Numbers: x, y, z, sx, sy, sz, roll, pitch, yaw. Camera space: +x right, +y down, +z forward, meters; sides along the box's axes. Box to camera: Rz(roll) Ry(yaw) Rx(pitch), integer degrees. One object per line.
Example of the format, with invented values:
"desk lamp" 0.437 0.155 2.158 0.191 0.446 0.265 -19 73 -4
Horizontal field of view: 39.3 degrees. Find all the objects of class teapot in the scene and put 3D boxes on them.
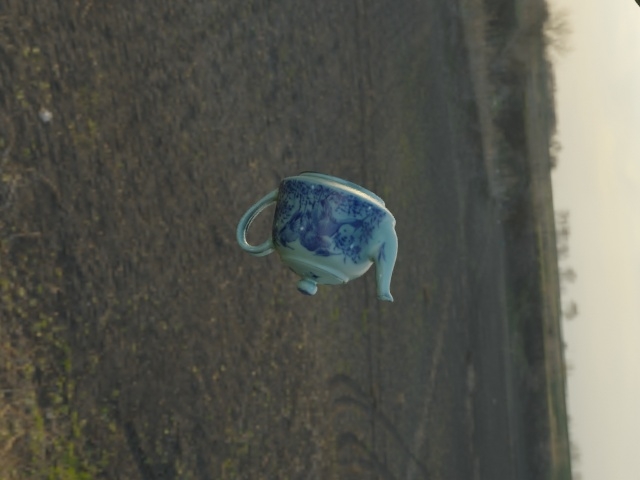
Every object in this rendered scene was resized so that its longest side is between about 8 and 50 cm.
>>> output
"teapot" 0.000 0.000 1.147 0.159 0.232 0.159 -48 147 -47

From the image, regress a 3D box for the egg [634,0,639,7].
"egg" 0.401 -0.324 0.935 0.177 0.177 0.228 -82 150 -42
